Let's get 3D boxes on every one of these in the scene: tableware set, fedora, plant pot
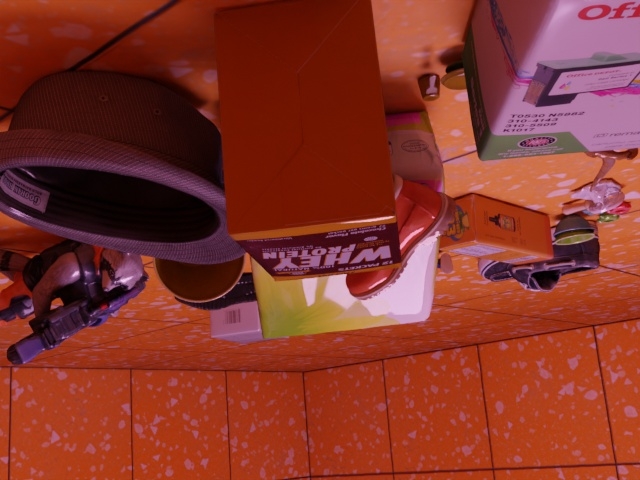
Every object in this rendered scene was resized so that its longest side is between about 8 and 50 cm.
[{"bbox_3d":[0.175,-0.161,0.777,0.154,0.024,0.104,-6,169,2],"label":"tableware set"},{"bbox_3d":[-0.190,-0.078,0.767,0.276,0.124,0.244,12,159,-15],"label":"fedora"},{"bbox_3d":[-0.186,0.016,1.178,0.134,0.134,0.095,0,-169,-16],"label":"plant pot"}]

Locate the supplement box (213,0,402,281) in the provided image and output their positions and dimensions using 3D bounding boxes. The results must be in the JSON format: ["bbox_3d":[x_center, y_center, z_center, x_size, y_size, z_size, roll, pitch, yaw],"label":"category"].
[{"bbox_3d":[-0.003,-0.079,0.696,0.129,0.191,0.194,-7,166,6],"label":"supplement box"}]

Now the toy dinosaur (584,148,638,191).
[{"bbox_3d":[0.337,-0.118,0.948,0.112,0.064,0.212,6,168,46],"label":"toy dinosaur"}]

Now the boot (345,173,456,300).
[{"bbox_3d":[0.061,-0.004,0.834,0.085,0.059,0.158,24,120,-26],"label":"boot"}]

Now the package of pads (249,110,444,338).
[{"bbox_3d":[0.028,-0.010,0.935,0.229,0.101,0.296,-5,138,-2],"label":"package of pads"}]

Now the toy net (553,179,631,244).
[{"bbox_3d":[0.450,-0.044,1.264,0.122,0.045,0.232,-6,165,5],"label":"toy net"}]

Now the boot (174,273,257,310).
[{"bbox_3d":[-0.218,0.112,1.624,0.198,0.076,0.137,3,169,-24],"label":"boot"}]

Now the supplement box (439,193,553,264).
[{"bbox_3d":[0.285,-0.013,1.271,0.080,0.078,0.233,-13,163,41],"label":"supplement box"}]

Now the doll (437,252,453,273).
[{"bbox_3d":[0.177,0.059,1.578,0.129,0.046,0.189,-7,175,-29],"label":"doll"}]

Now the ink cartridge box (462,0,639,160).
[{"bbox_3d":[0.229,-0.166,0.577,0.202,0.117,0.278,-5,165,1],"label":"ink cartridge box"}]

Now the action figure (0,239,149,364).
[{"bbox_3d":[-0.428,0.069,1.195,0.330,0.178,0.341,-12,-171,10],"label":"action figure"}]

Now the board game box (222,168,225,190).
[{"bbox_3d":[-0.055,-0.070,1.014,0.244,0.042,0.165,-3,165,-6],"label":"board game box"}]

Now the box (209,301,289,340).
[{"bbox_3d":[-0.170,0.190,1.890,0.130,0.090,0.170,-10,164,20],"label":"box"}]

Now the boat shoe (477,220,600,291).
[{"bbox_3d":[0.414,0.051,1.504,0.108,0.102,0.301,4,163,-30],"label":"boat shoe"}]
